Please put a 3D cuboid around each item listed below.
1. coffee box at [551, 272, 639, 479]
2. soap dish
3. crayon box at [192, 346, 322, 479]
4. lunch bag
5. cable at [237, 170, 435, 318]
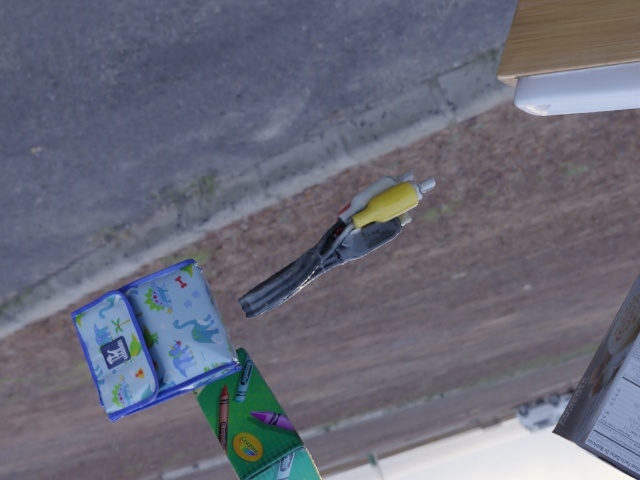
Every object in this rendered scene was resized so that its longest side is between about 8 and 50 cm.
[{"bbox_3d":[0.405,0.166,1.227,0.246,0.098,0.141,-60,176,-3],"label":"coffee box"},{"bbox_3d":[0.332,-0.196,0.960,0.291,0.118,0.229,-5,-177,20],"label":"soap dish"},{"bbox_3d":[-0.055,0.278,1.174,0.081,0.165,0.278,-29,137,-10],"label":"crayon box"},{"bbox_3d":[-0.178,0.107,1.045,0.151,0.129,0.096,-22,169,-2],"label":"lunch bag"},{"bbox_3d":[0.000,0.000,1.110,0.287,0.072,0.139,-27,-172,-34],"label":"cable"}]
